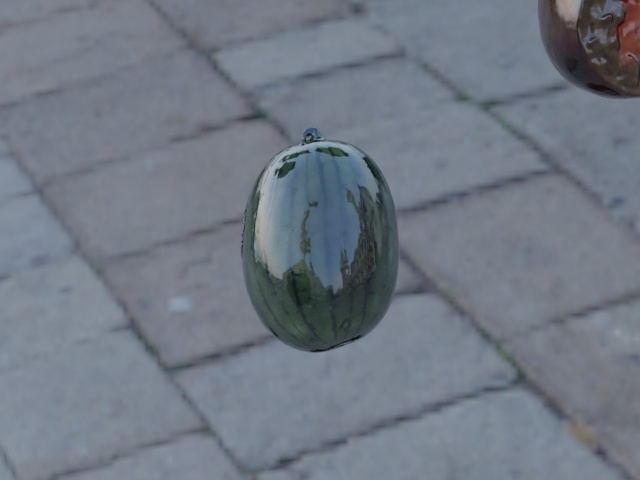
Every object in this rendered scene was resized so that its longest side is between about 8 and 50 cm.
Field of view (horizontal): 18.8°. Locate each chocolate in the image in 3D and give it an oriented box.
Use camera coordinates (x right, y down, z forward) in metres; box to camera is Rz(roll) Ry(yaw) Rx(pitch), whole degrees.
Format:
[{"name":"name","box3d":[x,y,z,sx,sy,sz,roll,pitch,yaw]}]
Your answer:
[{"name":"chocolate","box3d":[0.182,-0.146,1.119,0.133,0.124,0.127,-36,1,-22]}]

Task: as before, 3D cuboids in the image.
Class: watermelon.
[{"name":"watermelon","box3d":[0.000,0.000,0.946,0.078,0.110,0.078,2,-9,0]}]
